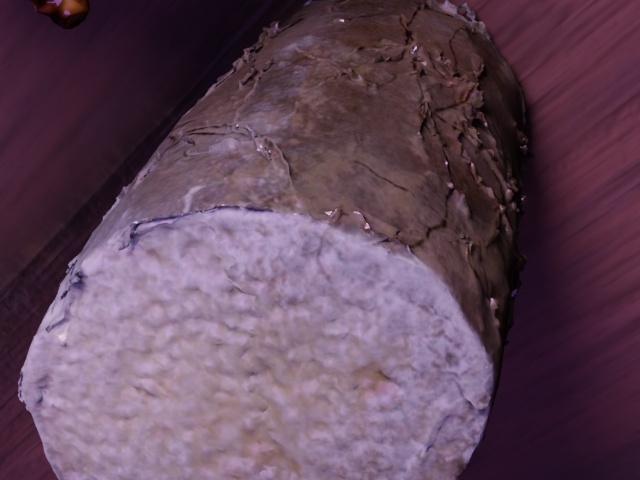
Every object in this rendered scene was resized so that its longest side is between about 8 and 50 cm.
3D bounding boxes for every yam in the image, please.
[{"bbox_3d":[0.000,0.000,0.672,0.241,0.348,0.241,9,127,12],"label":"yam"}]

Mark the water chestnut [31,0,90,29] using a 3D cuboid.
[{"bbox_3d":[-0.180,-0.281,0.571,0.335,0.335,0.347,1,104,23],"label":"water chestnut"}]
